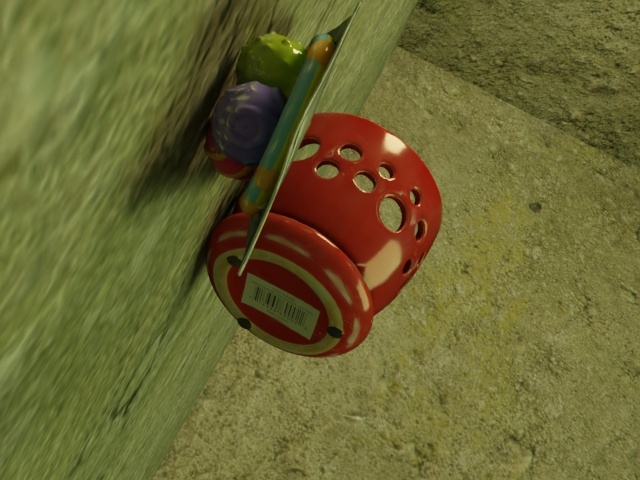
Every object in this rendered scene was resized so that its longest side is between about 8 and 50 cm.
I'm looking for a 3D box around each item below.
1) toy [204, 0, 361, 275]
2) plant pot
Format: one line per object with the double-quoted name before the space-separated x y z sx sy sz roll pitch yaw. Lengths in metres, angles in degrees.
"toy" -0.034 -0.076 0.448 0.237 0.056 0.136 -89 -158 -79
"plant pot" 0.000 0.000 0.708 0.174 0.191 0.191 -55 175 -41
